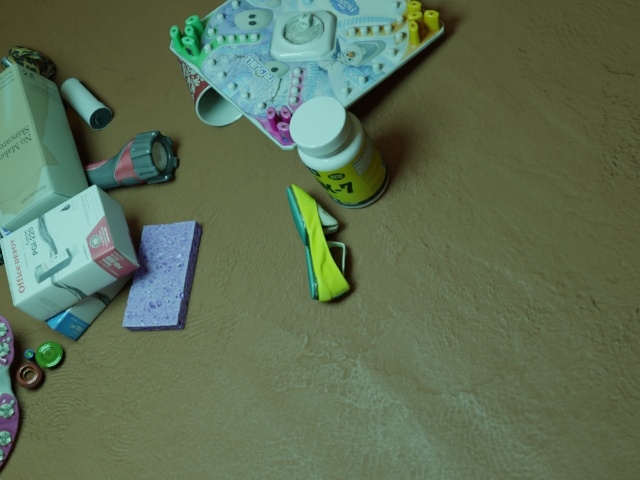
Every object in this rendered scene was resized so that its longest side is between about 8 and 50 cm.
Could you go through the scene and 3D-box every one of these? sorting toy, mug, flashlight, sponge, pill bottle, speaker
[{"bbox_3d":[-0.529,0.234,1.731,0.061,0.042,0.102,42,74,18],"label":"sorting toy"},{"bbox_3d":[-0.201,-0.330,1.833,0.150,0.113,0.169,-20,52,-11],"label":"mug"},{"bbox_3d":[-0.440,-0.149,1.845,0.304,0.103,0.103,-6,18,25],"label":"flashlight"},{"bbox_3d":[-0.293,0.065,1.711,0.117,0.031,0.210,-3,64,22],"label":"sponge"},{"bbox_3d":[0.032,-0.150,1.568,0.119,0.208,0.119,-10,61,19],"label":"pill bottle"},{"bbox_3d":[-0.503,-0.293,1.967,0.055,0.055,0.136,-46,56,-3],"label":"speaker"}]

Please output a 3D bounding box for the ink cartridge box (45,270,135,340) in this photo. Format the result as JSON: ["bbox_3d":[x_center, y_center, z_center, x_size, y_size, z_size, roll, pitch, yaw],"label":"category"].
[{"bbox_3d":[-0.461,0.072,1.751,0.139,0.082,0.191,38,83,33],"label":"ink cartridge box"}]

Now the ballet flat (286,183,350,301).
[{"bbox_3d":[0.000,0.000,1.598,0.077,0.077,0.231,-11,62,-6],"label":"ballet flat"}]

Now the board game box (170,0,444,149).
[{"bbox_3d":[-0.035,-0.396,1.729,0.390,0.050,0.390,-39,59,-13],"label":"board game box"}]

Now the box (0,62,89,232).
[{"bbox_3d":[-0.568,-0.171,1.793,0.148,0.121,0.311,-32,64,17],"label":"box"}]

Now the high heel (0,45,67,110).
[{"bbox_3d":[-0.665,-0.398,2.011,0.093,0.186,0.261,-42,56,-1],"label":"high heel"}]

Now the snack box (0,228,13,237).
[{"bbox_3d":[-0.591,0.007,1.843,0.064,0.022,0.178,-34,77,6],"label":"snack box"}]

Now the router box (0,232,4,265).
[{"bbox_3d":[-0.642,-0.021,1.903,0.122,0.038,0.092,-37,56,3],"label":"router box"}]

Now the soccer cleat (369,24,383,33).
[{"bbox_3d":[0.058,-0.350,1.752,0.179,0.060,0.072,-46,47,-11],"label":"soccer cleat"}]

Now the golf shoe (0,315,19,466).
[{"bbox_3d":[-0.629,0.291,1.715,0.140,0.115,0.306,-21,66,61],"label":"golf shoe"}]

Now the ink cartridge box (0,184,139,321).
[{"bbox_3d":[-0.459,0.023,1.672,0.217,0.092,0.159,-30,57,9],"label":"ink cartridge box"}]
